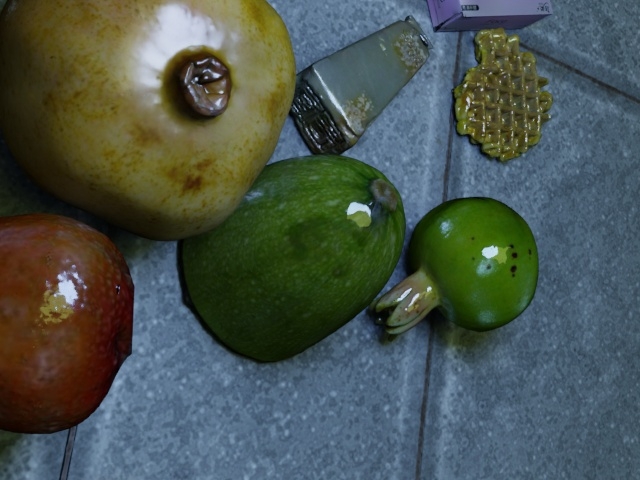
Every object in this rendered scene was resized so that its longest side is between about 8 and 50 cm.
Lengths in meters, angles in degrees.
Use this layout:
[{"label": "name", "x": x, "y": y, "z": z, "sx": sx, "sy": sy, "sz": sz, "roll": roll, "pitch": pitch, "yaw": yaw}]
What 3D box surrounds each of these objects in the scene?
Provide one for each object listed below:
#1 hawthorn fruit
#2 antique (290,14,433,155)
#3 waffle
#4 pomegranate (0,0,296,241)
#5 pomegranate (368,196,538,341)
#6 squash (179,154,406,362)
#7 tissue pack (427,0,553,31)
[{"label": "hawthorn fruit", "x": -0.380, "y": 0.102, "z": 1.200, "sx": 0.311, "sy": 0.295, "sz": 0.295, "roll": -4, "pitch": 81, "yaw": 1}, {"label": "antique", "x": 0.075, "y": -0.278, "z": 1.655, "sx": 0.284, "sy": 0.125, "sz": 0.150, "roll": -43, "pitch": 104, "yaw": -32}, {"label": "waffle", "x": 0.343, "y": -0.280, "z": 1.873, "sx": 0.253, "sy": 0.056, "sz": 0.249, "roll": -35, "pitch": 100, "yaw": -32}, {"label": "pomegranate", "x": -0.219, "y": -0.204, "z": 1.289, "sx": 0.416, "sy": 0.416, "sz": 0.417, "roll": 7, "pitch": 76, "yaw": -32}, {"label": "pomegranate", "x": 0.221, "y": 0.055, "z": 1.637, "sx": 0.301, "sy": 0.236, "sz": 0.236, "roll": -24, "pitch": 94, "yaw": -13}, {"label": "squash", "x": -0.008, "y": 0.017, "z": 1.432, "sx": 0.310, "sy": 0.308, "sz": 0.311, "roll": 7, "pitch": 78, "yaw": -33}, {"label": "tissue pack", "x": 0.320, "y": -0.490, "z": 1.878, "sx": 0.246, "sy": 0.092, "sz": 0.149, "roll": -10, "pitch": 85, "yaw": -33}]
